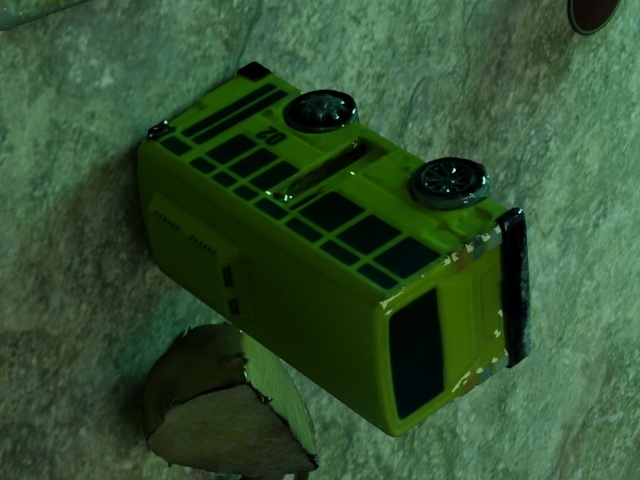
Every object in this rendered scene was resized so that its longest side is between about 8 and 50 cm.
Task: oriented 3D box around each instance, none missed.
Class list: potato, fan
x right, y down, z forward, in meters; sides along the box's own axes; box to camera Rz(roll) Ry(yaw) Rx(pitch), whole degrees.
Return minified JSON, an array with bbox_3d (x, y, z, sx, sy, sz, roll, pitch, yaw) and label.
[{"bbox_3d":[-0.071,0.107,1.389,0.100,0.089,0.172,-20,151,12],"label":"potato"},{"bbox_3d":[0.239,-0.235,1.637,0.085,0.005,0.133,-11,120,-48],"label":"fan"}]

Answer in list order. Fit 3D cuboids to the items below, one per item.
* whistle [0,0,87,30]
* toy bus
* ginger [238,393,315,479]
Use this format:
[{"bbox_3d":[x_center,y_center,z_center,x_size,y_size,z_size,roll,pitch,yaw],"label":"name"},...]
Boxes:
[{"bbox_3d":[-0.113,-0.183,1.165,0.326,0.057,0.068,-24,132,-44],"label":"whistle"},{"bbox_3d":[0.000,0.000,1.257,0.150,0.262,0.128,-32,134,-28],"label":"toy bus"},{"bbox_3d":[-0.089,0.280,1.469,0.333,0.080,0.166,-58,144,-21],"label":"ginger"}]
